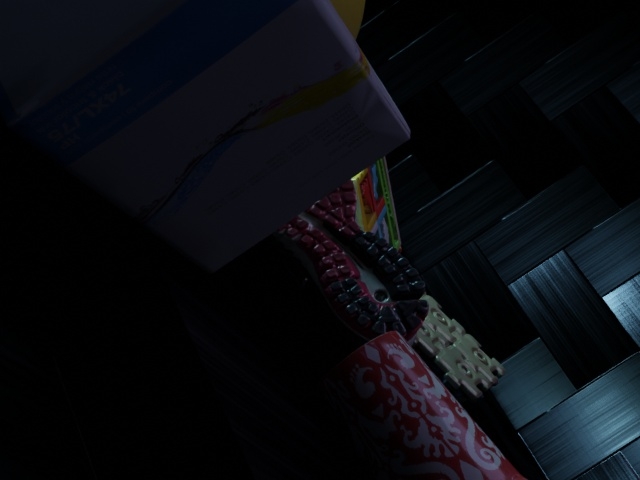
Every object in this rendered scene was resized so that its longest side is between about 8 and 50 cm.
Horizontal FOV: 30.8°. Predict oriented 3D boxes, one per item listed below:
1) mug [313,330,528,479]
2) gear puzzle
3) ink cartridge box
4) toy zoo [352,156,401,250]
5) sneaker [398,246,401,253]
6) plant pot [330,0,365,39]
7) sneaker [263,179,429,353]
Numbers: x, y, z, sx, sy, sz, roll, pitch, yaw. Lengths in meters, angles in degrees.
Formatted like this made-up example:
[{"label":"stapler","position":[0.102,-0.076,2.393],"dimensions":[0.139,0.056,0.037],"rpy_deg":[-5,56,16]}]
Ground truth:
[{"label":"mug","position":[0.069,0.180,0.985],"dimensions":[0.113,0.150,0.169],"rpy_deg":[-20,67,-46]},{"label":"gear puzzle","position":[0.107,0.097,1.624],"dimensions":[0.339,0.044,0.175],"rpy_deg":[45,22,11]},{"label":"ink cartridge box","position":[-0.097,-0.142,0.817],"dimensions":[0.198,0.197,0.270],"rpy_deg":[59,7,30]},{"label":"toy zoo","position":[0.081,-0.034,1.875],"dimensions":[0.293,0.030,0.192],"rpy_deg":[-56,137,-68]},{"label":"sneaker","position":[0.103,-0.007,2.203],"dimensions":[0.145,0.090,0.270],"rpy_deg":[59,10,23]},{"label":"plant pot","position":[-0.124,-0.246,1.056],"dimensions":[0.239,0.254,0.254],"rpy_deg":[17,37,-57]},{"label":"sneaker","position":[-0.001,0.012,1.263],"dimensions":[0.299,0.121,0.112],"rpy_deg":[58,-23,27]}]
